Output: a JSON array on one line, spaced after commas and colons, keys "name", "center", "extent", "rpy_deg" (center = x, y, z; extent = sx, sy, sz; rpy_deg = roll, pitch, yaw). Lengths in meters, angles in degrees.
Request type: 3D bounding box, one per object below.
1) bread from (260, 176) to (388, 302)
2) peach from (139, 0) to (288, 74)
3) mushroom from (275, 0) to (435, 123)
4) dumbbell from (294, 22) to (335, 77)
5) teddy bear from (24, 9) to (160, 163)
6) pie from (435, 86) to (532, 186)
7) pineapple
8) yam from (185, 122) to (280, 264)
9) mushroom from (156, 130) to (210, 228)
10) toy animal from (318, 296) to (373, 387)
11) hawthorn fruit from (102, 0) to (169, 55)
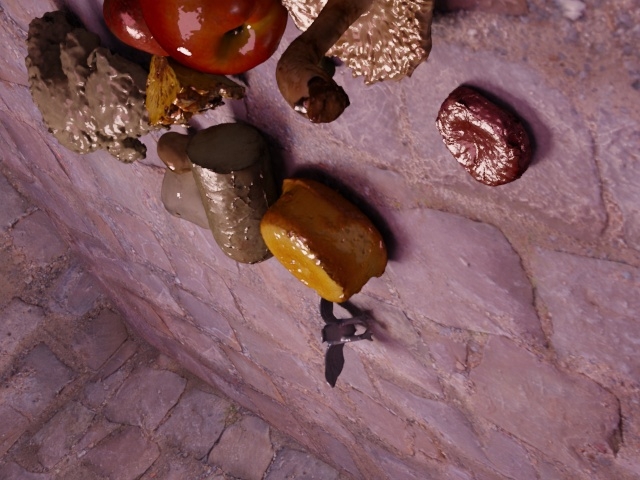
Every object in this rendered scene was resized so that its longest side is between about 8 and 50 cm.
[{"name": "bread", "center": [0.000, 0.000, 1.481], "extent": [0.268, 0.145, 0.268], "rpy_deg": [38, 159, 17]}, {"name": "peach", "center": [-0.151, -0.351, 1.047], "extent": [0.243, 0.200, 0.243], "rpy_deg": [162, 90, -73]}, {"name": "mushroom", "center": [0.001, -0.269, 0.873], "extent": [0.233, 0.302, 0.207], "rpy_deg": [15, 113, 26]}, {"name": "dumbbell", "center": [-0.007, -0.289, 1.125], "extent": [0.052, 0.046, 0.118], "rpy_deg": [26, 151, 24]}, {"name": "teddy bear", "center": [-0.460, -0.314, 1.661], "extent": [0.368, 0.224, 0.357], "rpy_deg": [8, 139, 30]}, {"name": "pie", "center": [0.219, -0.137, 1.034], "extent": [0.154, 0.038, 0.153], "rpy_deg": [37, 155, 20]}, {"name": "pineapple", "center": [-0.235, -0.260, 1.384], "extent": [0.249, 0.164, 0.139], "rpy_deg": [52, 124, 45]}, {"name": "yam", "center": [-0.166, -0.096, 1.549], "extent": [0.168, 0.168, 0.304], "rpy_deg": [32, 154, 25]}, {"name": "mushroom", "center": [-0.303, -0.138, 1.788], "extent": [0.159, 0.122, 0.328], "rpy_deg": [4, 153, -2]}, {"name": "toy animal", "center": [0.036, 0.224, 1.790], "extent": [0.176, 0.239, 0.255], "rpy_deg": [-15, 168, 33]}, {"name": "hawthorn fruit", "center": [-0.258, -0.375, 1.280], "extent": [0.203, 0.162, 0.163], "rpy_deg": [35, 163, -32]}]
